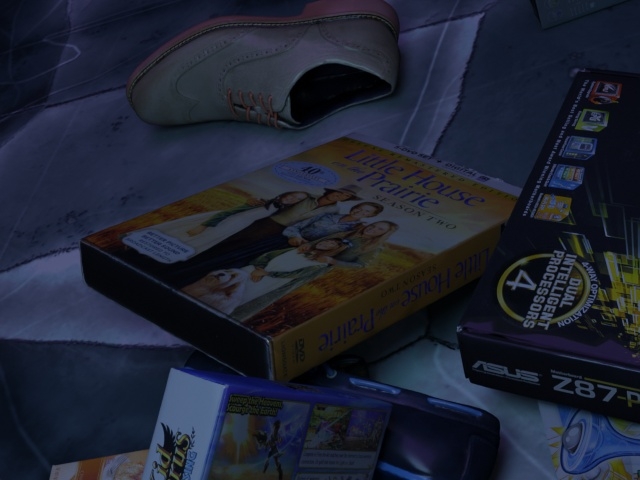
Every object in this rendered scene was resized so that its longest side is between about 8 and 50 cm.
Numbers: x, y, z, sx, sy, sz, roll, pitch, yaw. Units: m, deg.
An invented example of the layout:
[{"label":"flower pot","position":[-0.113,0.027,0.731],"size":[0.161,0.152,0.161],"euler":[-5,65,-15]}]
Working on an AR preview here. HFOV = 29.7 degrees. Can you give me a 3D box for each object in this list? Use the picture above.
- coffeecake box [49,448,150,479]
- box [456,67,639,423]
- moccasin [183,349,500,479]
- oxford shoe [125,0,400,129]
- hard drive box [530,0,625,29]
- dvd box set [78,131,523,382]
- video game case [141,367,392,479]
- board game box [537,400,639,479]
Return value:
[{"label":"coffeecake box","position":[-0.190,0.291,1.230],"size":[0.185,0.068,0.142],"euler":[-12,43,14]},{"label":"box","position":[0.351,0.001,1.191],"size":[0.318,0.097,0.395],"euler":[13,52,26]},{"label":"moccasin","position":[0.021,0.174,1.217],"size":[0.342,0.138,0.117],"euler":[21,62,23]},{"label":"oxford shoe","position":[-0.084,-0.218,1.637],"size":[0.397,0.140,0.146],"euler":[-15,50,15]},{"label":"hard drive box","position":[0.380,-0.403,1.628],"size":[0.232,0.089,0.181],"euler":[-18,43,9]},{"label":"dvd box set","position":[0.000,0.000,1.304],"size":[0.420,0.062,0.307],"euler":[-24,35,-38]},{"label":"video game case","position":[-0.054,0.239,1.003],"size":[0.061,0.269,0.244],"euler":[14,88,33]},{"label":"board game box","position":[0.281,0.168,1.148],"size":[0.136,0.035,0.201],"euler":[-17,42,9]}]
